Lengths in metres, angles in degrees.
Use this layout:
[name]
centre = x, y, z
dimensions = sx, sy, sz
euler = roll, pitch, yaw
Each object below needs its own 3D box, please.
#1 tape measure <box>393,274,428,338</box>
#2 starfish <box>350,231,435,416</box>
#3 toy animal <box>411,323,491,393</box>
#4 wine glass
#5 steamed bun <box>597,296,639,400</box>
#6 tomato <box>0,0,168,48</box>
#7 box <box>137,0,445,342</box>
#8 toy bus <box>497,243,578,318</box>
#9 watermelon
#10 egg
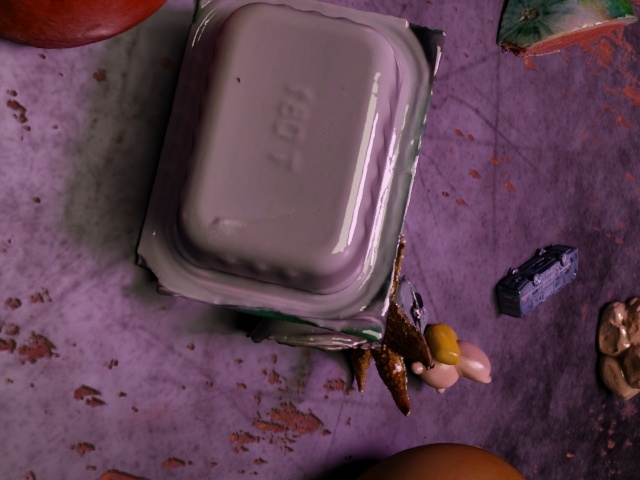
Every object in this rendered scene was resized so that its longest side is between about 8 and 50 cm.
[tape measure]
centre = 0.103, 0.097, 1.103
dimensions = 0.091, 0.054, 0.094
euler = -79, 148, -44
[starfish]
centre = 0.069, 0.100, 1.021
dimensions = 0.043, 0.227, 0.241
euler = -4, 132, -17
[toy animal]
centre = 0.170, 0.166, 1.179
dimensions = 0.114, 0.091, 0.082
euler = 24, 106, -29
[wine glass]
centre = 0.000, 0.000, 0.953
dimensions = 0.156, 0.156, 0.232
euler = 6, 88, -43
[steamed bun]
centre = 0.580, 0.195, 1.533
dimensions = 0.177, 0.106, 0.192
euler = 8, 91, -41
[tomato]
centre = -0.212, -0.333, 0.695
dimensions = 0.290, 0.176, 0.335
euler = -51, 124, -30
[box]
centre = -0.029, -0.091, 0.839
dimensions = 0.264, 0.106, 0.337
euler = 12, 85, -1
[toy bus]
centre = 0.339, 0.061, 1.336
dimensions = 0.166, 0.047, 0.065
euler = -27, 118, -36
[watermelon]
centre = 0.361, -0.368, 1.278
dimensions = 0.231, 0.128, 0.146
euler = -16, 88, -38
[egg]
centre = 0.135, 0.378, 1.046
dimensions = 0.322, 0.250, 0.250
euler = -4, 98, -34
